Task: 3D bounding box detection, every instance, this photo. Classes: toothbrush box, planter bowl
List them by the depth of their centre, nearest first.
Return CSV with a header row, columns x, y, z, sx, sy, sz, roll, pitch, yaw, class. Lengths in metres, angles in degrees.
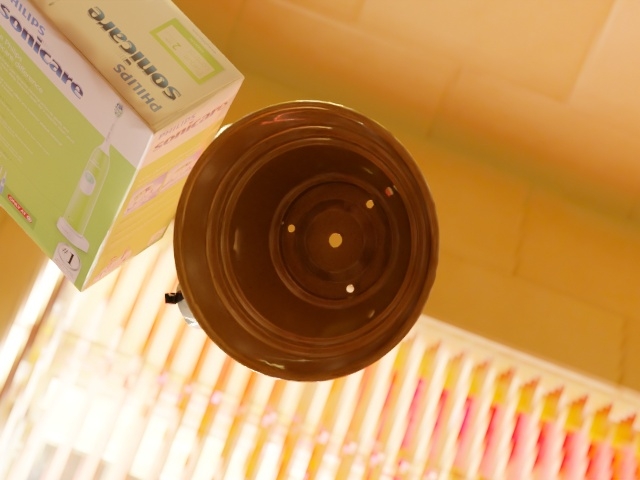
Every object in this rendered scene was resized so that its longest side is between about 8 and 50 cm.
x,y,z,sx,sy,sz,roll,pitch,yaw,class
0.000,0.000,1.279,0.217,0.217,0.090,-69,163,8,planter bowl
-0.218,-0.118,1.521,0.122,0.206,0.283,-36,167,-35,toothbrush box

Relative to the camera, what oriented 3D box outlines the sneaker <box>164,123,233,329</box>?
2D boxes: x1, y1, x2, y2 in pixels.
x,y,z,sx,sy,sz,roll,pitch,yaw,class
-0.136,-0.014,2.034,0.151,0.094,0.256,143,-43,-58,sneaker
